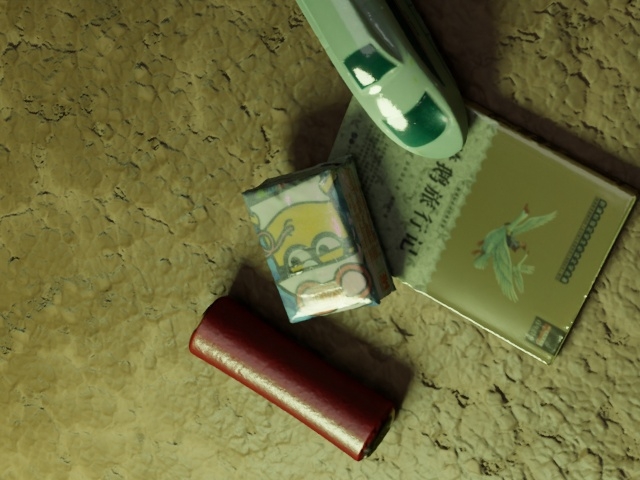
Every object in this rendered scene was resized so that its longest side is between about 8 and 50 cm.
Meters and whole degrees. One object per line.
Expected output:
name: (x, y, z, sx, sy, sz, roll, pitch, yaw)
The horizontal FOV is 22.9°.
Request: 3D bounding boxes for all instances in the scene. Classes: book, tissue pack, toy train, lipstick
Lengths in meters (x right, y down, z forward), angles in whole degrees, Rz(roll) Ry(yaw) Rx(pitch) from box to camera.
book: (0.147, -0.033, 1.632, 0.310, 0.021, 0.217, 30, 118, 15)
tissue pack: (0.000, 0.000, 1.667, 0.115, 0.065, 0.155, -13, 101, 31)
toy train: (0.018, -0.255, 1.564, 0.086, 0.088, 0.407, -32, 88, 30)
lipstick: (-0.032, 0.152, 1.751, 0.241, 0.080, 0.080, 32, 118, 12)
